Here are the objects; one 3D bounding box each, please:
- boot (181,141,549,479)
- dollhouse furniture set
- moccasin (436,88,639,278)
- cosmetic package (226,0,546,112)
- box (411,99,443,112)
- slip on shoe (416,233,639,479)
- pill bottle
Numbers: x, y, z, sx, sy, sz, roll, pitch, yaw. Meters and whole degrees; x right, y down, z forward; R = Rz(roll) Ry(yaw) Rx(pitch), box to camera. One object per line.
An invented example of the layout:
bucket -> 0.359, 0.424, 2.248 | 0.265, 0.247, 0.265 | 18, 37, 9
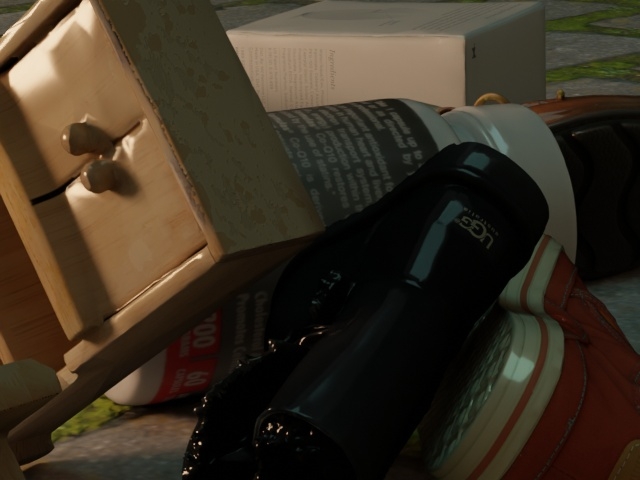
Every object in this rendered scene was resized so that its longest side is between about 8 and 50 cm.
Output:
boot -> -0.005, 0.076, 0.947 | 0.207, 0.094, 0.246 | -51, 3, -35
dollhouse furniture set -> -0.236, 0.015, 0.847 | 0.394, 0.362, 0.256 | -14, -17, -48
moccasin -> 0.109, -0.033, 1.378 | 0.380, 0.139, 0.147 | -15, 25, -12
cosmetic package -> 0.066, -0.136, 1.761 | 0.224, 0.138, 0.224 | 2, 14, 24
box -> -0.028, -0.042, 1.487 | 0.275, 0.094, 0.113 | -9, 14, -24
slip on shoe -> 0.114, 0.076, 0.998 | 0.101, 0.123, 0.331 | 31, 9, -2
pill bottle -> 0.000, 0.000, 1.175 | 0.283, 0.161, 0.161 | -8, 15, -21
